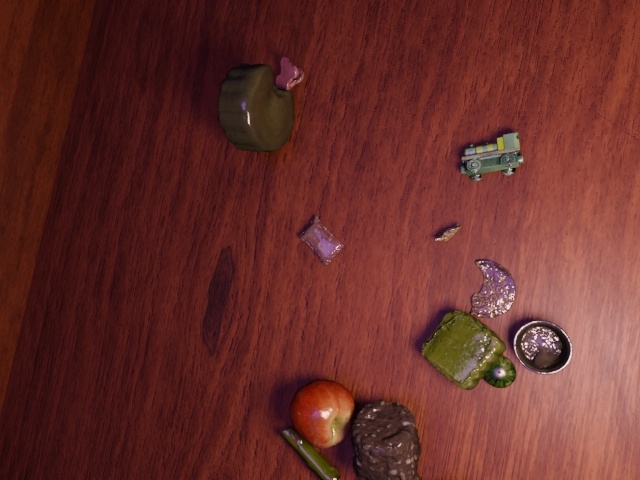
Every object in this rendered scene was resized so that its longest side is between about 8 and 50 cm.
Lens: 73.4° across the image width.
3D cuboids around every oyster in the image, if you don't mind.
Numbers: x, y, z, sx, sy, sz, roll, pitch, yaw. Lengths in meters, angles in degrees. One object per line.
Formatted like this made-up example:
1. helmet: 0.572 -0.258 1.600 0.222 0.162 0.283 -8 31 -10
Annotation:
1. oyster: 0.449 -0.020 1.489 0.083 0.081 0.038 -23 97 54

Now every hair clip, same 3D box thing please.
1. hair clip: -0.146 -0.699 1.840 0.138 0.102 0.123 -37 67 17

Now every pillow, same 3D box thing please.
1. pillow: 0.000 0.000 1.705 0.118 0.043 0.185 -48 67 9

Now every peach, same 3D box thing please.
1. peach: -0.004 0.605 1.534 0.257 0.232 0.232 21 92 59

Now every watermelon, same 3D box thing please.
1. watermelon: 0.570 0.422 1.370 0.105 0.062 0.105 -2 86 21

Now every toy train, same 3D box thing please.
1. toy train: 0.579 -0.283 1.461 0.200 0.083 0.132 -5 70 24

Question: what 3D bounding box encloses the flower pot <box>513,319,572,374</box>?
1. flower pot: 0.677 0.323 1.311 0.157 0.107 0.157 -5 78 26

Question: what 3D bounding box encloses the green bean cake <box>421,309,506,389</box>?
1. green bean cake: 0.457 0.349 1.380 0.200 0.113 0.214 38 96 43

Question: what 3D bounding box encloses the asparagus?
1. asparagus: -0.041 0.801 1.605 0.278 0.060 0.067 39 119 24

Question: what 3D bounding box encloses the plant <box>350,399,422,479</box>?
1. plant: 0.224 0.710 1.421 0.215 0.213 0.312 -3 117 25

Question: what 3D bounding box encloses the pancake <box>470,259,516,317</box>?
1. pancake: 0.557 0.168 1.437 0.190 0.020 0.184 -48 67 11

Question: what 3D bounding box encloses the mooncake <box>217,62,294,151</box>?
1. mooncake: -0.259 -0.521 1.734 0.187 0.351 0.351 9 87 25
